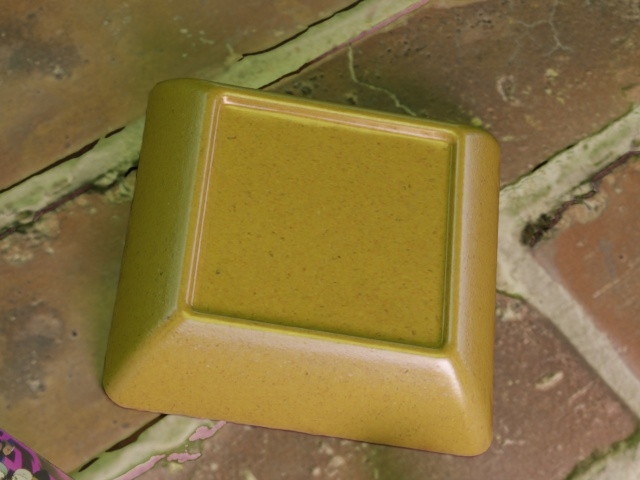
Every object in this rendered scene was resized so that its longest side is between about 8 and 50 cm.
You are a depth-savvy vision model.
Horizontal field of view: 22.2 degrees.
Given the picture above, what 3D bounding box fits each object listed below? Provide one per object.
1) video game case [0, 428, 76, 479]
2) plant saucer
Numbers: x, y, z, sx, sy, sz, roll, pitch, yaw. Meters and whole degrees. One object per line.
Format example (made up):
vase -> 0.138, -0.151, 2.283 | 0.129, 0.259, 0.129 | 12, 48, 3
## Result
video game case -> -0.281, 0.220, 1.144 | 0.232, 0.042, 0.210 | 33, 59, 9
plant saucer -> 0.000, 0.000, 1.408 | 0.333, 0.081, 0.332 | 9, 60, -6
